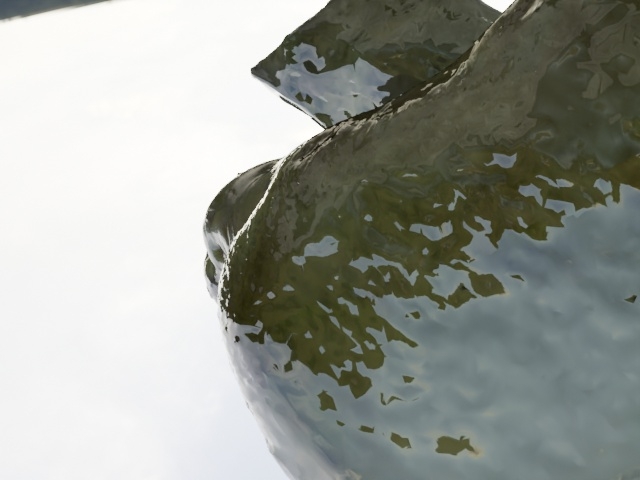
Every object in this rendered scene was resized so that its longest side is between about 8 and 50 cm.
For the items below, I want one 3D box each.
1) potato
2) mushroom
[{"bbox_3d":[0.000,0.000,0.782,0.165,0.165,0.262,-35,-171,-40],"label":"potato"},{"bbox_3d":[0.085,0.019,0.372,0.212,0.292,0.217,-33,-174,-24],"label":"mushroom"}]
